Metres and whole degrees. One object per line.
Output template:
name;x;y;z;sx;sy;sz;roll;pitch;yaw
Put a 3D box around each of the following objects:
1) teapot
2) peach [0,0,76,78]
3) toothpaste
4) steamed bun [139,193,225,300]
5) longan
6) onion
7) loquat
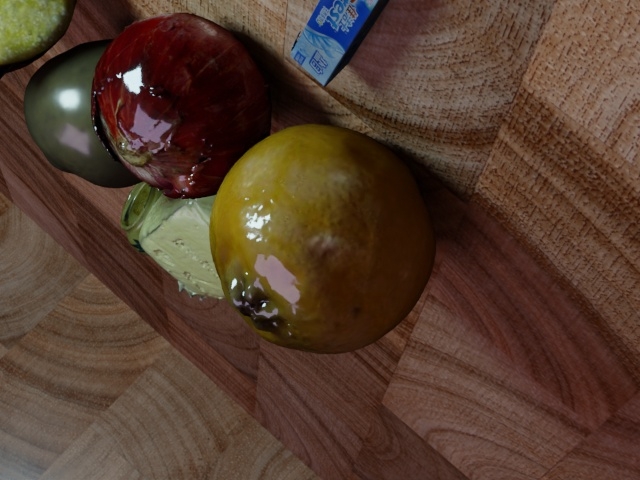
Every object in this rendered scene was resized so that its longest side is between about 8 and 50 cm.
teapot;-0.290;-0.043;2.414;0.182;0.173;0.269;26;180;-27
peach;-0.576;-0.439;1.915;0.416;0.339;0.353;37;-171;14
toothpaste;0.028;-0.266;1.462;0.066;0.053;0.272;44;160;0
steamed bun;-0.186;-0.019;2.203;0.232;0.166;0.273;36;142;-15
longan;-0.354;-0.208;2.029;0.258;0.258;0.258;38;160;17
onion;-0.199;-0.195;1.778;0.276;0.276;0.276;38;160;17
loquat;0.000;0.000;1.681;0.328;0.328;0.328;38;160;17
